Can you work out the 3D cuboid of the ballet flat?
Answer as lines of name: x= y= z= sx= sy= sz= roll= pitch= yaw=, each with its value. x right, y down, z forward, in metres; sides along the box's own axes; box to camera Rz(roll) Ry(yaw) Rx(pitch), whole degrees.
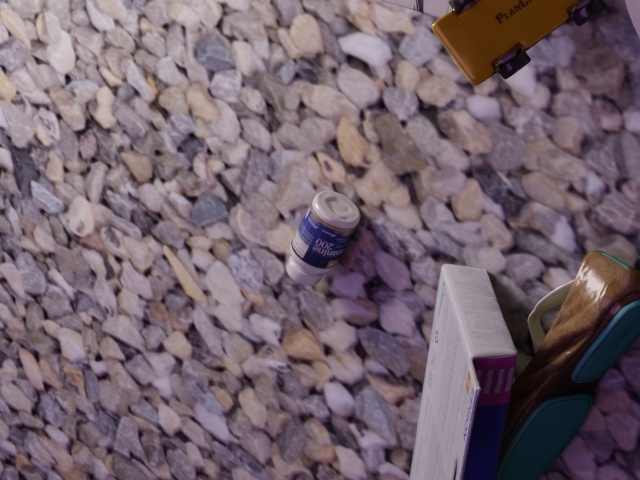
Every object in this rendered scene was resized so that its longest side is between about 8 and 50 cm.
ballet flat: x=0.276 y=0.147 z=1.971 sx=0.124 sy=0.116 sz=0.342 roll=56 pitch=133 yaw=37

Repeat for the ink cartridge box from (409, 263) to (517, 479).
ink cartridge box: x=0.170 y=0.240 z=1.962 sx=0.071 sy=0.330 sz=0.324 roll=5 pitch=113 yaw=-6

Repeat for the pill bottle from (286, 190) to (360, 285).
pill bottle: x=0.000 y=0.000 z=2.161 sx=0.067 sy=0.067 sz=0.120 roll=42 pitch=127 yaw=21

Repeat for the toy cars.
toy cars: x=0.234 y=-0.345 z=1.709 sx=0.176 sy=0.087 sz=0.394 roll=13 pitch=95 yaw=3

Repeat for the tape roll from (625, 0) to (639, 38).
tape roll: x=0.453 y=-0.278 z=1.682 sx=0.286 sy=0.100 sz=0.286 roll=13 pitch=112 yaw=35

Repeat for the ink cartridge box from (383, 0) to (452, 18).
ink cartridge box: x=0.149 y=-0.312 z=1.885 sx=0.203 sy=0.148 sz=0.086 roll=22 pitch=119 yaw=33
